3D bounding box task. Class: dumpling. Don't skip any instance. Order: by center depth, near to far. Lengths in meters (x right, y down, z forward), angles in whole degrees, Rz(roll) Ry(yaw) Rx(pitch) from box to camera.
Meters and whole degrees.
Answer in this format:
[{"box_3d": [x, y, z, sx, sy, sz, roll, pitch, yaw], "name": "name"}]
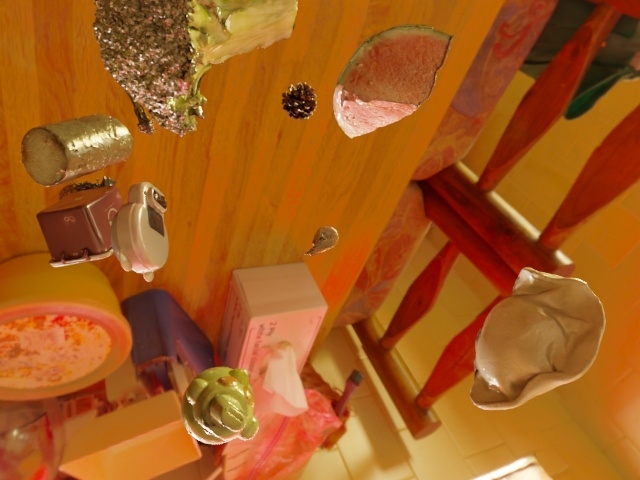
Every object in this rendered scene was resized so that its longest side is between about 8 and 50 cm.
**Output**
[{"box_3d": [0.447, 0.219, 0.869, 0.187, 0.242, 0.318, 33, 74, -29], "name": "dumpling"}]

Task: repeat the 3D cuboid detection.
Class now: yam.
[{"box_3d": [-0.657, -0.253, 1.155, 0.161, 0.268, 0.161, 6, 117, 12], "name": "yam"}]

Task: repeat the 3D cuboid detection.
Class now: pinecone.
[{"box_3d": [-0.077, -0.523, 1.580, 0.140, 0.140, 0.121, 7, 146, -36], "name": "pinecone"}]

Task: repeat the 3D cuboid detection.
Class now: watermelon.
[{"box_3d": [0.171, -0.494, 1.244, 0.222, 0.319, 0.292, 25, 77, -35], "name": "watermelon"}]

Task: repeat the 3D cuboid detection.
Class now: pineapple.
[{"box_3d": [-0.842, -0.170, 1.547, 0.248, 0.128, 0.128, -10, 150, 32], "name": "pineapple"}]

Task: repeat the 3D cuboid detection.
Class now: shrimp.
[{"box_3d": [0.000, 0.000, 1.060, 0.108, 0.023, 0.059, -25, 99, -30], "name": "shrimp"}]

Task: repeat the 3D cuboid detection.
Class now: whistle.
[{"box_3d": [-0.160, 0.274, 0.731, 0.141, 0.141, 0.294, -1, 156, -30], "name": "whistle"}]

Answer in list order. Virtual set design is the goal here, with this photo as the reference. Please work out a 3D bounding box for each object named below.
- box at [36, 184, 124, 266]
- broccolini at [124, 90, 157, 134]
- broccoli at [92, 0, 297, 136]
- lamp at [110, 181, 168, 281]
[{"box_3d": [-0.730, -0.057, 1.332, 0.193, 0.294, 0.168, -12, 112, 0], "name": "box"}, {"box_3d": [-0.473, -0.366, 1.066, 0.042, 0.218, 0.044, -24, 179, -17], "name": "broccolini"}, {"box_3d": [-0.176, -0.360, 0.679, 0.361, 0.221, 0.252, -54, 145, -18], "name": "broccoli"}, {"box_3d": [-0.455, -0.028, 1.060, 0.107, 0.246, 0.179, -4, 160, 1], "name": "lamp"}]
